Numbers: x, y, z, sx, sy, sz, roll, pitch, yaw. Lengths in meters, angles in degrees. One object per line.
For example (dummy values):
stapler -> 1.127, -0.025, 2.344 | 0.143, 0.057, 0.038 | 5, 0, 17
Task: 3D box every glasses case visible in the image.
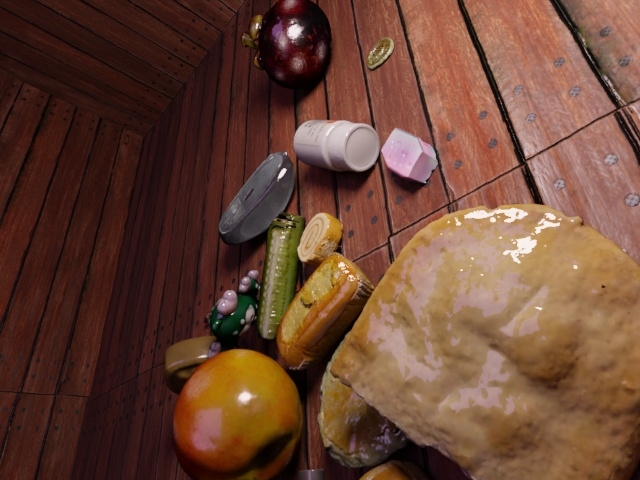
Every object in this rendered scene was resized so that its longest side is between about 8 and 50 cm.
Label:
glasses case -> -0.017, 0.596, 0.911 | 0.072, 0.042, 0.190 | -41, 43, 42

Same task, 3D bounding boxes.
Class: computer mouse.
computer mouse -> -0.204, -0.132, 1.459 | 0.374, 0.114, 0.203 | -49, 37, 11

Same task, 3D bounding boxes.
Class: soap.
soap -> 0.212, -0.200, 1.025 | 0.100, 0.056, 0.149 | -59, 37, 15

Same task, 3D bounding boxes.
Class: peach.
peach -> -0.198, 0.412, 1.015 | 0.332, 0.308, 0.307 | 38, 102, 45

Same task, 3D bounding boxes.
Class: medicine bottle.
medicine bottle -> 0.040, -0.267, 1.202 | 0.252, 0.145, 0.144 | 28, 94, 55

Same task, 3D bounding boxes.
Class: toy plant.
toy plant -> -0.243, 0.213, 1.208 | 0.243, 0.113, 0.232 | -50, -23, -56

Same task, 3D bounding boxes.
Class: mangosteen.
mangosteen -> -0.102, -0.683, 1.469 | 0.297, 0.294, 0.296 | -41, 38, 44

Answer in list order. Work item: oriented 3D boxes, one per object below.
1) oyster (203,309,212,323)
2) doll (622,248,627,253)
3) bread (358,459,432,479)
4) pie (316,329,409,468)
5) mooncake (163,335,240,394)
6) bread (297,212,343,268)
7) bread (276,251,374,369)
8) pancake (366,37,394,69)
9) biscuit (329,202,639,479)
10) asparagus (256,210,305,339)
oyster -> -0.375, 0.265, 1.533 | 0.132, 0.029, 0.086 | -57, 38, 10
doll -> 0.374, 0.097, 0.671 | 0.228, 0.057, 0.113 | -27, 58, 29
bread -> 0.105, 0.500, 0.752 | 0.236, 0.106, 0.140 | -58, 36, 11
pie -> 0.101, 0.303, 0.872 | 0.306, 0.071, 0.306 | -34, 42, 38
mooncake -> -0.363, 0.388, 1.293 | 0.235, 0.235, 0.117 | -46, 41, 27
bread -> 0.000, 0.000, 1.177 | 0.149, 0.073, 0.122 | -59, 32, 8
bread -> 0.009, 0.173, 1.034 | 0.288, 0.119, 0.152 | -54, 42, 17
pancake -> 0.178, -0.566, 1.289 | 0.108, 0.017, 0.107 | -31, 46, 38
biscuit -> 0.264, 0.163, 0.637 | 0.429, 0.104, 0.445 | 37, 104, 34
asparagus -> -0.120, 0.098, 1.241 | 0.128, 0.108, 0.381 | 148, 132, -66
